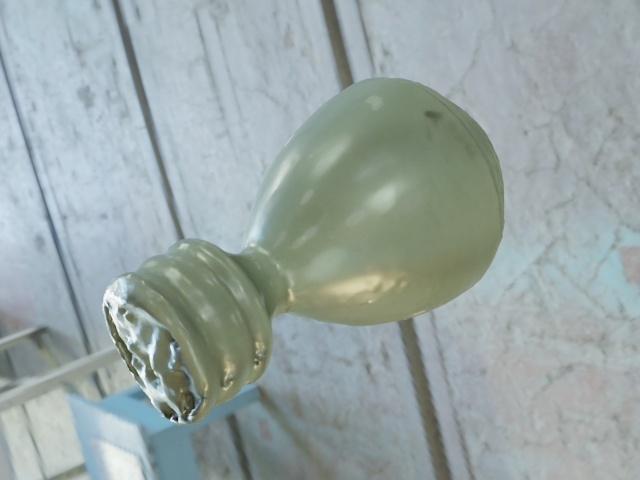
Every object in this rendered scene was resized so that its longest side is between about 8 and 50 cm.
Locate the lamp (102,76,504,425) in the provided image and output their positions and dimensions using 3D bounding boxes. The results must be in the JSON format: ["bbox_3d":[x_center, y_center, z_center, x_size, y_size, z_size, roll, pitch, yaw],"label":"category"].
[{"bbox_3d":[0.000,0.000,0.466,0.106,0.193,0.106,32,137,35],"label":"lamp"}]
